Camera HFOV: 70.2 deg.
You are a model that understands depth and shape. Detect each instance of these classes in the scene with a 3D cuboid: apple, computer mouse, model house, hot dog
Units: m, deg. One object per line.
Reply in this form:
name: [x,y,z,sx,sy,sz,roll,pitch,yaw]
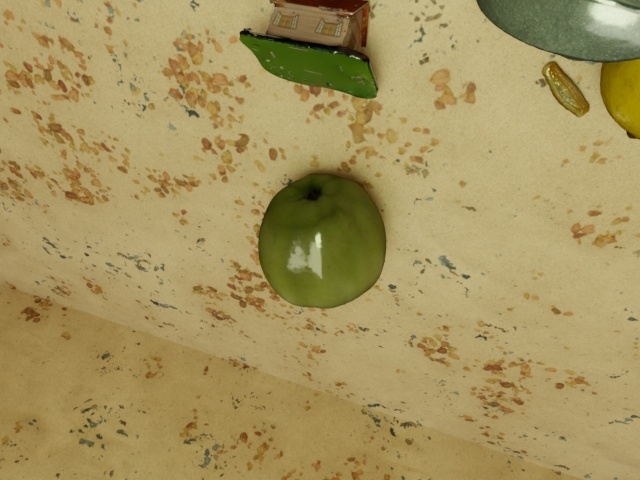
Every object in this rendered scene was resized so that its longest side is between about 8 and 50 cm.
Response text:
apple: [0.000,0.000,1.231,0.356,0.357,0.358,12,135,12]
computer mouse: [0.378,-0.402,0.704,0.374,0.114,0.204,43,129,39]
model house: [0.002,-0.436,0.979,0.293,0.154,0.207,19,180,17]
hot dog: [0.502,-0.309,0.939,0.137,0.028,0.044,38,109,-18]

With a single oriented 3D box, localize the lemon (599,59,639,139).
lemon: [0.619,-0.290,0.727,0.296,0.297,0.297,12,135,12]
